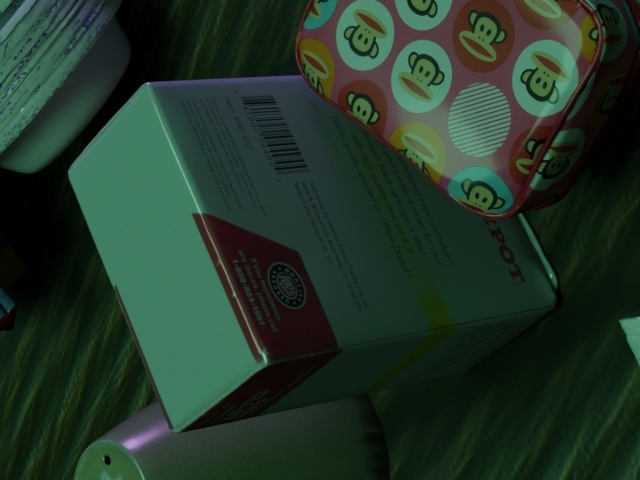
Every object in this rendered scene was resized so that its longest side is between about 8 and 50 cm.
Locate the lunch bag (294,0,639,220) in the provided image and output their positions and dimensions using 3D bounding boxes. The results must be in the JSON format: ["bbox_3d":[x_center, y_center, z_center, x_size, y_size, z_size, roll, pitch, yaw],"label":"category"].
[{"bbox_3d":[0.134,-0.189,1.566,0.293,0.120,0.258,41,121,26],"label":"lunch bag"}]

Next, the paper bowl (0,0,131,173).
[{"bbox_3d":[-0.332,-0.193,2.087,0.148,0.284,0.284,38,132,-15],"label":"paper bowl"}]

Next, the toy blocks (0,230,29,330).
[{"bbox_3d":[-0.477,-0.009,2.241,0.261,0.191,0.381,49,168,-15],"label":"toy blocks"}]

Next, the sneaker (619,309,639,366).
[{"bbox_3d":[0.335,0.083,1.575,0.152,0.053,0.061,-14,93,51],"label":"sneaker"}]

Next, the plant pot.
[{"bbox_3d":[-0.113,0.254,1.877,0.256,0.274,0.256,6,98,44],"label":"plant pot"}]

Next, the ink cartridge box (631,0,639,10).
[{"bbox_3d":[0.161,-0.324,1.637,0.385,0.091,0.308,-7,101,43],"label":"ink cartridge box"}]

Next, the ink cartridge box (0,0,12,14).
[{"bbox_3d":[-0.402,-0.318,2.131,0.092,0.143,0.090,40,154,-13],"label":"ink cartridge box"}]

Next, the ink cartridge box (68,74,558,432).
[{"bbox_3d":[0.000,0.000,1.664,0.160,0.384,0.279,-42,65,42],"label":"ink cartridge box"}]
